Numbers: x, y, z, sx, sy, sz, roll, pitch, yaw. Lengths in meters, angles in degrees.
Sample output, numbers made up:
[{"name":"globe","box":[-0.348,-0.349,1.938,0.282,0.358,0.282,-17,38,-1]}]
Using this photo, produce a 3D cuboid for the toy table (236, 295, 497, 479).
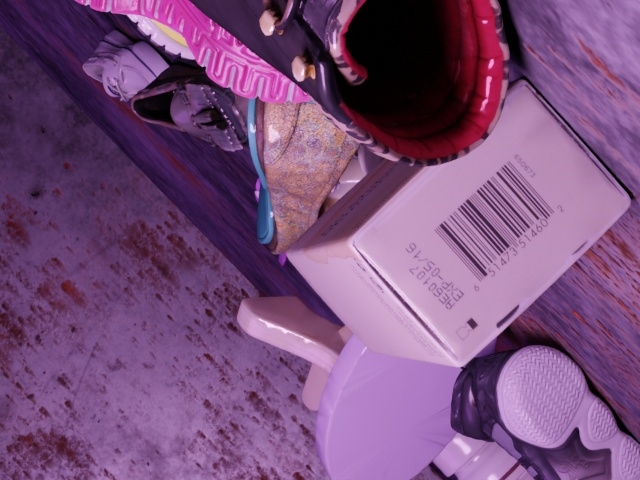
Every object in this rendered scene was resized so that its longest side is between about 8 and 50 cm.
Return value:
[{"name":"toy table","box":[0.059,0.107,1.757,0.252,0.274,0.161,10,-151,-37]}]

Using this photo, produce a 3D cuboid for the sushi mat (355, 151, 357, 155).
[{"name":"sushi mat","box":[-0.058,-0.171,1.660,0.316,0.019,0.151,41,170,35]}]

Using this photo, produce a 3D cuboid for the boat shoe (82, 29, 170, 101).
[{"name":"boat shoe","box":[-0.247,-0.214,2.263,0.083,0.076,0.226,50,172,-25]}]

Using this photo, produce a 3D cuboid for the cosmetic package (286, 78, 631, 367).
[{"name":"cosmetic package","box":[0.084,-0.006,1.216,0.113,0.160,0.309,48,171,-5]}]

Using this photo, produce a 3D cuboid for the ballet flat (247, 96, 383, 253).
[{"name":"ballet flat","box":[-0.003,-0.061,1.529,0.123,0.123,0.348,45,169,10]}]

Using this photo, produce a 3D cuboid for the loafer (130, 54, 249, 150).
[{"name":"loafer","box":[-0.121,-0.130,1.751,0.096,0.084,0.267,65,166,-18]}]

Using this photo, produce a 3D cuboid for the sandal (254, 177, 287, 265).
[{"name":"sandal","box":[0.008,0.005,1.900,0.169,0.102,0.416,32,163,54]}]

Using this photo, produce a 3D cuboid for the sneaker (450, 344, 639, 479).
[{"name":"sneaker","box":[0.222,0.199,1.686,0.153,0.101,0.268,13,141,58]}]

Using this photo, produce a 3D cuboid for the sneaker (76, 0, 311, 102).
[{"name":"sneaker","box":[-0.079,-0.200,1.365,0.252,0.103,0.111,32,-150,8]}]

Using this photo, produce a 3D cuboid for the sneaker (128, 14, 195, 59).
[{"name":"sneaker","box":[-0.133,-0.235,1.516,0.208,0.094,0.081,32,-139,-30]}]

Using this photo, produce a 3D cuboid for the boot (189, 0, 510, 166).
[{"name":"boot","box":[-0.052,-0.202,0.997,0.284,0.138,0.377,42,176,36]}]

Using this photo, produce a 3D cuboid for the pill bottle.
[{"name":"pill bottle","box":[0.247,0.315,2.151,0.221,0.121,0.121,45,173,5]}]
